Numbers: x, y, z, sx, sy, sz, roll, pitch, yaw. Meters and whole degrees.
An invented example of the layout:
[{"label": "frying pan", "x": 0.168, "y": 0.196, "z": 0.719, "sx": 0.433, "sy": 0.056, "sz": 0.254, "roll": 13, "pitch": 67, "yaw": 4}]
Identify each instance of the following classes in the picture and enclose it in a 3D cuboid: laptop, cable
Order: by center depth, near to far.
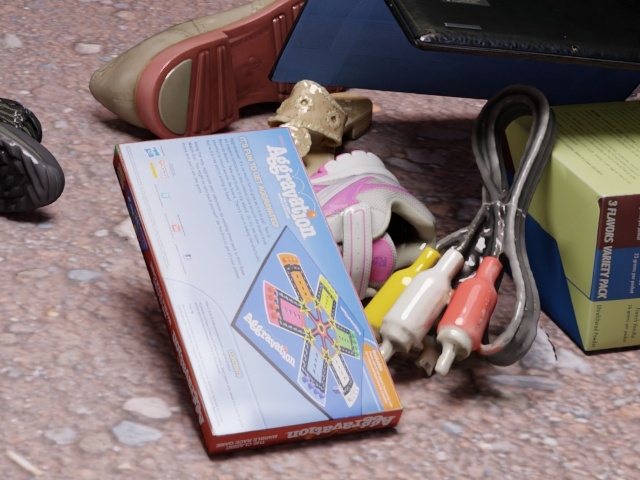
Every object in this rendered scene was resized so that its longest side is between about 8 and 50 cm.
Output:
[{"label": "cable", "x": 0.126, "y": -0.011, "z": 1.454, "sx": 0.139, "sy": 0.072, "sz": 0.287, "roll": 4, "pitch": 61, "yaw": 43}, {"label": "laptop", "x": 0.192, "y": -0.147, "z": 1.710, "sx": 0.382, "sy": 0.236, "sz": 0.408, "roll": 3, "pitch": 29, "yaw": -16}]

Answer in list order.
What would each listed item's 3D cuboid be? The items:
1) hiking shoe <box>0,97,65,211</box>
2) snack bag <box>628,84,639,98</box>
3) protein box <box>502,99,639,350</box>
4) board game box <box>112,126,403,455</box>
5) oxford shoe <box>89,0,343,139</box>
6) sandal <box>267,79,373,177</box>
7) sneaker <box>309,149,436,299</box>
[{"label": "hiking shoe", "x": -0.289, "y": -0.093, "z": 1.715, "sx": 0.114, "sy": 0.086, "sz": 0.227, "roll": -23, "pitch": 35, "yaw": -39}, {"label": "snack bag", "x": 0.461, "y": -0.275, "z": 1.950, "sx": 0.323, "sy": 0.342, "sz": 0.037, "roll": -9, "pitch": 55, "yaw": -31}, {"label": "protein box", "x": 0.273, "y": -0.020, "z": 1.571, "sx": 0.201, "sy": 0.136, "sz": 0.200, "roll": -5, "pitch": 25, "yaw": -18}, {"label": "board game box", "x": -0.051, "y": 0.030, "z": 1.414, "sx": 0.145, "sy": 0.027, "sz": 0.281, "roll": -7, "pitch": 52, "yaw": -19}, {"label": "oxford shoe", "x": -0.081, "y": -0.198, "z": 1.935, "sx": 0.130, "sy": 0.123, "sz": 0.348, "roll": 18, "pitch": 27, "yaw": 40}, {"label": "sandal", "x": -0.012, "y": -0.121, "z": 1.820, "sx": 0.088, "sy": 0.079, "sz": 0.240, "roll": 12, "pitch": 26, "yaw": 19}, {"label": "sneaker", "x": 0.000, "y": 0.000, "z": 1.532, "sx": 0.111, "sy": 0.103, "sz": 0.252, "roll": 27, "pitch": 37, "yaw": 37}]
